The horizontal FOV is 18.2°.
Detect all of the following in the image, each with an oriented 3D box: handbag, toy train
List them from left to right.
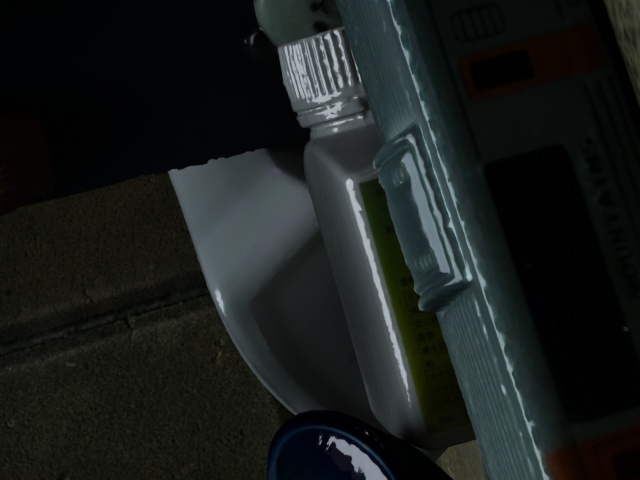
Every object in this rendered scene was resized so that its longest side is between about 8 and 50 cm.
[{"bbox_3d":[-0.126,-0.166,0.973,0.122,0.329,0.303,-118,12,-53],"label":"handbag"},{"bbox_3d":[0.058,-0.042,0.689,0.086,0.089,0.409,121,133,-77],"label":"toy train"}]

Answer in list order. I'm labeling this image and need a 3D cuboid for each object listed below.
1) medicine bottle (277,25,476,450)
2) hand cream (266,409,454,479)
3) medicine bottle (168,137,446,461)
[{"bbox_3d":[0.047,-0.010,0.912,0.132,0.088,0.188,-160,54,-82],"label":"medicine bottle"},{"bbox_3d":[0.062,0.146,0.914,0.120,0.061,0.270,42,-179,31],"label":"hand cream"},{"bbox_3d":[0.000,0.000,1.157,0.179,0.124,0.324,39,-174,-18],"label":"medicine bottle"}]
